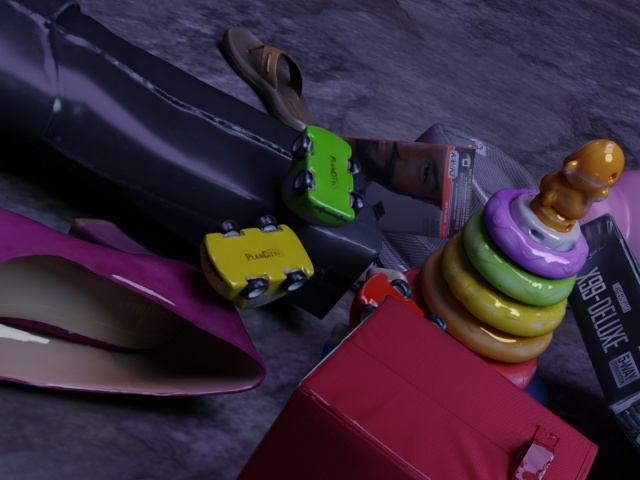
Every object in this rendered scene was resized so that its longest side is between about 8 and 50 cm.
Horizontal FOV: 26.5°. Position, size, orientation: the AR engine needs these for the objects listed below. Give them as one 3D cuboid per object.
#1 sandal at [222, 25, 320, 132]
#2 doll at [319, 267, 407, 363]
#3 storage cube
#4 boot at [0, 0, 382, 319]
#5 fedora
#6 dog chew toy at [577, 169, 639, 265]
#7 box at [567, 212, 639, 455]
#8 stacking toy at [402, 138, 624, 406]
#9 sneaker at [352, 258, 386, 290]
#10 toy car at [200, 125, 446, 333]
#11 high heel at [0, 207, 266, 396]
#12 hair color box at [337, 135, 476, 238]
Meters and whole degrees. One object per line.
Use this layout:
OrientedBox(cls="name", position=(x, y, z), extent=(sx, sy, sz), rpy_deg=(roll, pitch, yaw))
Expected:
OrientedBox(cls="sandal", position=(-0.047, -0.188, 1.566), extent=(0.072, 0.049, 0.180), rpy_deg=(3, 44, -48))
OrientedBox(cls="doll", position=(0.031, 0.113, 1.165), extent=(0.046, 0.129, 0.189), rpy_deg=(3, 39, 27))
OrientedBox(cls="storage cube", position=(0.052, 0.185, 0.958), extent=(0.193, 0.215, 0.183), rpy_deg=(36, 28, 8))
OrientedBox(cls="boot", position=(-0.157, -0.150, 1.271), extent=(0.445, 0.146, 0.367), rpy_deg=(24, 39, -21))
OrientedBox(cls="fedora", position=(0.161, -0.031, 1.499), extent=(0.243, 0.124, 0.275), rpy_deg=(25, 30, -23))
OrientedBox(cls="dog chew toy", position=(0.393, 0.008, 1.655), extent=(0.331, 0.207, 0.207), rpy_deg=(13, 36, -26))
OrientedBox(cls="box", position=(0.346, 0.158, 1.361), extent=(0.307, 0.076, 0.242), rpy_deg=(53, 17, -34))
OrientedBox(cls="stacking toy", position=(0.182, 0.018, 1.253), extent=(0.175, 0.302, 0.166), rpy_deg=(0, 46, -36))
OrientedBox(cls="sneaker", position=(0.047, 0.030, 1.360), extent=(0.109, 0.044, 0.040), rpy_deg=(22, 30, -31))
OrientedBox(cls="toy car", position=(0.000, 0.000, 1.120), extent=(0.239, 0.053, 0.225), rpy_deg=(25, 41, -25))
OrientedBox(cls="high heel", position=(-0.179, 0.063, 0.938), extent=(0.181, 0.127, 0.377), rpy_deg=(36, 22, 18))
OrientedBox(cls="hair color box", position=(0.072, -0.055, 1.373), extent=(0.167, 0.093, 0.053), rpy_deg=(7, 5, 39))
